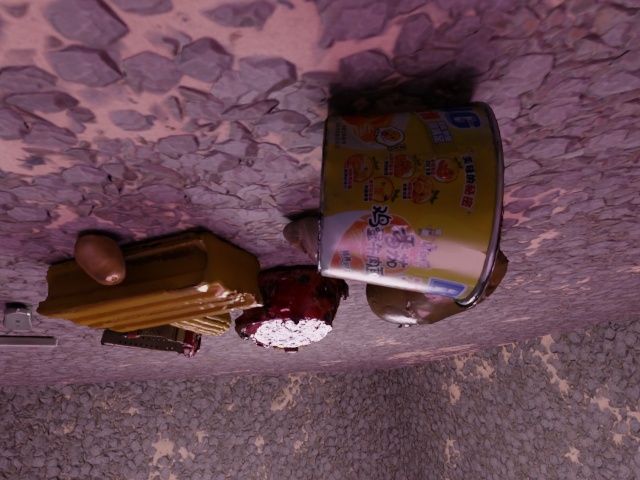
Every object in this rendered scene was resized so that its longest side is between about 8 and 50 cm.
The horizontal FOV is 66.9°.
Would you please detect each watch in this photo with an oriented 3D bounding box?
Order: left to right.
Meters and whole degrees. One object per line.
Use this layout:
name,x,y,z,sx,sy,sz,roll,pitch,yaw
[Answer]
watch,-0.453,0.251,1.285,0.269,0.102,0.164,7,151,-8

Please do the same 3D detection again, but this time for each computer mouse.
computer mouse,-0.654,0.160,1.048,0.056,0.032,0.110,5,147,-29

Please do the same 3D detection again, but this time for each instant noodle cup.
instant noodle cup,0.074,-0.038,0.484,0.153,0.204,0.205,3,160,3

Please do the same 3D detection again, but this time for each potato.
potato,-0.324,0.028,0.716,0.062,0.083,0.068,-24,167,-26
potato,0.210,0.082,0.905,0.192,0.141,0.296,5,155,-34

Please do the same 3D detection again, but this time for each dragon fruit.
dragon fruit,-0.074,0.150,1.005,0.283,0.146,0.211,-2,160,-13

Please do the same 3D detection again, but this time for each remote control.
remote control,-0.841,0.286,1.342,0.190,0.029,0.088,9,155,-35

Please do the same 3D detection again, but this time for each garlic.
garlic,0.001,-0.001,0.716,0.113,0.094,0.074,4,118,-9

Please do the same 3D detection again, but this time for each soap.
soap,-0.281,0.079,0.828,0.325,0.096,0.204,-12,159,17

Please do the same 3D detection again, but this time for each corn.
corn,-0.279,0.160,1.070,0.081,0.081,0.248,-10,159,13

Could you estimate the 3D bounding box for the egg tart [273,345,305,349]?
egg tart,-0.095,0.299,1.511,0.192,0.074,0.191,-6,162,-2
